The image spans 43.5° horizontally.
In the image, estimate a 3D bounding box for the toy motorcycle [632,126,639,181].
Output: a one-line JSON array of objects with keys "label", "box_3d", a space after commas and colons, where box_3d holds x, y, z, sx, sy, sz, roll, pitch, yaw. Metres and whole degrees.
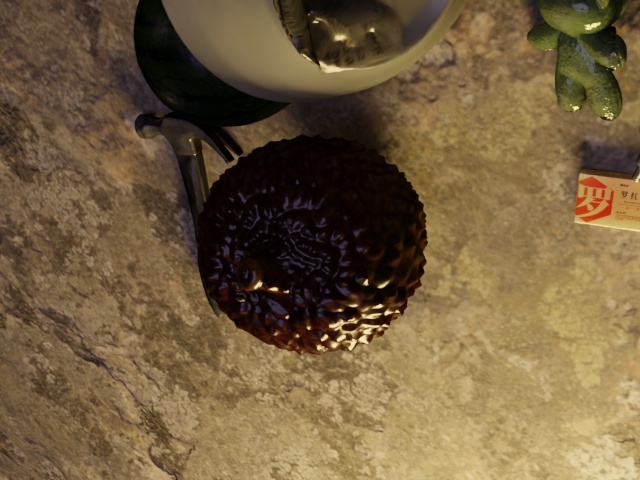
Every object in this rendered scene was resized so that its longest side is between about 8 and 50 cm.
[{"label": "toy motorcycle", "box_3d": [0.308, -0.167, 0.650, 0.157, 0.091, 0.263, -29, 113, -4]}]

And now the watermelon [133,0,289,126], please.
[{"label": "watermelon", "box_3d": [-0.106, -0.211, 0.820, 0.215, 0.188, 0.188, 9, 123, 16]}]

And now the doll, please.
[{"label": "doll", "box_3d": [0.242, -0.183, 0.731, 0.115, 0.078, 0.150, 43, 156, 51]}]

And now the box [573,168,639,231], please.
[{"label": "box", "box_3d": [0.306, -0.039, 0.809, 0.093, 0.015, 0.058, 10, 124, 22]}]

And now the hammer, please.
[{"label": "hammer", "box_3d": [-0.148, -0.028, 1.051, 0.137, 0.037, 0.289, 5, 120, 28]}]

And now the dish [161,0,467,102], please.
[{"label": "dish", "box_3d": [0.027, -0.237, 0.663, 0.106, 0.317, 0.316, -125, 34, -47]}]

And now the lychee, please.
[{"label": "lychee", "box_3d": [0.000, 0.000, 0.835, 0.236, 0.271, 0.235, 15, 119, 30]}]
